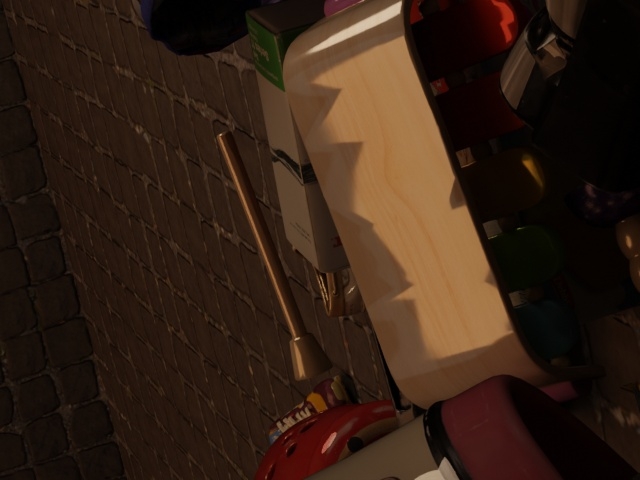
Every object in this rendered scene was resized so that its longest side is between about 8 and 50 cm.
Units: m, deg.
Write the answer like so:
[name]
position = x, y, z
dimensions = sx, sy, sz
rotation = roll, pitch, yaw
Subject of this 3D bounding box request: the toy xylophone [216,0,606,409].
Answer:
[toy xylophone]
position = 0.055, -0.023, 1.274
dimensions = 0.236, 0.081, 0.322
rotation = -9, 98, 42

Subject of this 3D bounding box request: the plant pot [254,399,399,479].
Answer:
[plant pot]
position = 0.045, 0.245, 1.784
dimensions = 0.191, 0.191, 0.174
rotation = 70, 160, 6

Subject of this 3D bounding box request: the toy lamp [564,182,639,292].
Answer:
[toy lamp]
position = 0.238, 0.085, 1.210
dimensions = 0.080, 0.080, 0.274
rotation = 127, 123, -69

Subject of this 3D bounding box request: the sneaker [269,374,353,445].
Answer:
[sneaker]
position = -0.012, 0.212, 2.102
dimensions = 0.185, 0.084, 0.069
rotation = 106, 143, -62

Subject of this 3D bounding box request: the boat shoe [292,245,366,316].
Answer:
[boat shoe]
position = 0.000, 0.000, 1.895
dimensions = 0.063, 0.059, 0.170
rotation = 107, 141, -62

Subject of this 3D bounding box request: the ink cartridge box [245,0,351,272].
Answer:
[ink cartridge box]
position = 0.036, -0.097, 1.527
dimensions = 0.087, 0.153, 0.208
rotation = -137, 34, -61

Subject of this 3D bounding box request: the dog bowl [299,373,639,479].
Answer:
[dog bowl]
position = 0.169, 0.247, 1.102
dimensions = 0.408, 0.150, 0.408
rotation = 45, -172, -8

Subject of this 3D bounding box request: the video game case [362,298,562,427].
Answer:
[video game case]
position = 0.099, 0.036, 1.435
dimensions = 0.026, 0.196, 0.274
rotation = -11, 98, 38

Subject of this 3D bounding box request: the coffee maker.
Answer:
[coffee maker]
position = 0.189, -0.112, 1.094
dimensions = 0.178, 0.120, 0.171
rotation = 97, 149, -55

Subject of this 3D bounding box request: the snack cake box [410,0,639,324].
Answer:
[snack cake box]
position = 0.136, -0.074, 1.349
dimensions = 0.152, 0.089, 0.264
rotation = -170, 64, -73

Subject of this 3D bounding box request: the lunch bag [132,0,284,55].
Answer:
[lunch bag]
position = -0.090, -0.371, 1.510
dimensions = 0.327, 0.239, 0.385
rotation = 69, 153, 17

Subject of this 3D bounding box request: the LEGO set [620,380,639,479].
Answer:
[LEGO set]
position = 0.274, 0.145, 0.963
dimensions = 0.331, 0.192, 0.255
rotation = 118, 132, -67
